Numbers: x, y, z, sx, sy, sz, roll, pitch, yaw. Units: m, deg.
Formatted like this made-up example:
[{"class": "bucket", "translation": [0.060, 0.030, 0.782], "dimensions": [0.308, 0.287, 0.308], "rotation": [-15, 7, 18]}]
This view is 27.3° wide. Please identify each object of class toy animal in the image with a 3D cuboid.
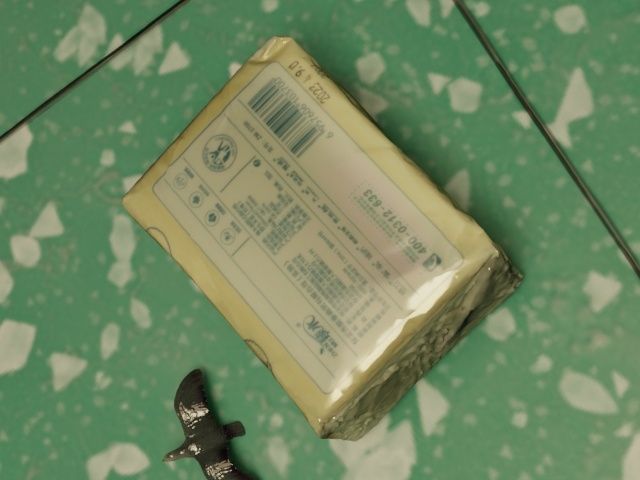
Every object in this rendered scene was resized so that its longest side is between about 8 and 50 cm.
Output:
[{"class": "toy animal", "translation": [-0.074, 0.125, 0.814], "dimensions": [0.050, 0.028, 0.084], "rotation": [-35, 72, 11]}]

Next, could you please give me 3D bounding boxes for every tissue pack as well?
[{"class": "tissue pack", "translation": [0.000, 0.000, 0.776], "dimensions": [0.148, 0.092, 0.196], "rotation": [-45, 66, 7]}]
